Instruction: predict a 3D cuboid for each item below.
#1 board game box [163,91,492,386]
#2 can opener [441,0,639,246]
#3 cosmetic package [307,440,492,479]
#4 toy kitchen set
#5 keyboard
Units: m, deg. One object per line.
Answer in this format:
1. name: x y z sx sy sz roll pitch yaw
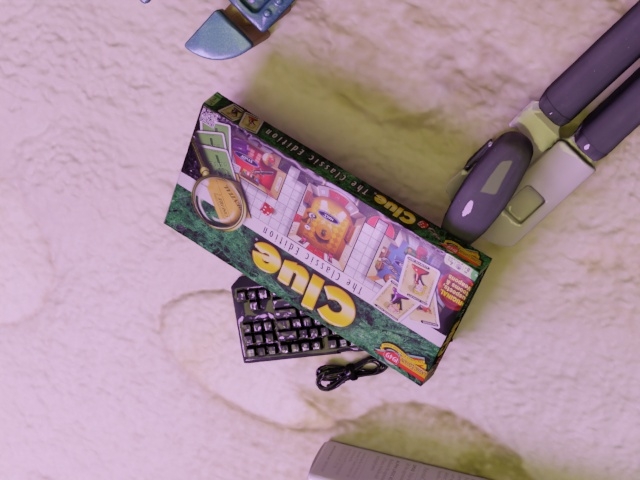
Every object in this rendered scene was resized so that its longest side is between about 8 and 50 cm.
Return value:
1. board game box: 0.000 0.000 1.367 0.260 0.030 0.136 31 133 12
2. can opener: 0.201 -0.091 1.296 0.076 0.095 0.283 43 118 -4
3. cosmetic package: 0.096 0.258 1.429 0.231 0.085 0.117 13 108 7
4. toy kitchen set: -0.069 -0.252 1.304 0.166 0.122 0.207 44 110 -1
5. keyboard: 0.019 0.074 1.427 0.180 0.023 0.108 -7 104 16
